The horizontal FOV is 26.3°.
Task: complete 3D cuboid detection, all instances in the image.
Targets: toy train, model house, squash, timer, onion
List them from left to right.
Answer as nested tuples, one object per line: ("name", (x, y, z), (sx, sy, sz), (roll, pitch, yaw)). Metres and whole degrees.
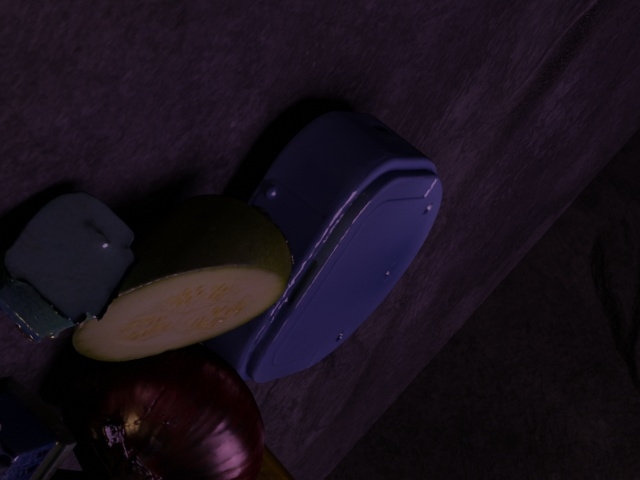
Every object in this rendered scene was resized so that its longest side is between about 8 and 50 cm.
("toy train", (-0.427, 0.298, 1.545), (0.299, 0.131, 0.202), (-52, 167, 15))
("model house", (-0.285, 0.040, 1.420), (0.149, 0.119, 0.148), (-34, -158, 44))
("onion", (-0.190, 0.212, 1.739), (0.285, 0.273, 0.273), (-68, -179, -49))
("squash", (-0.151, 0.076, 1.555), (0.189, 0.189, 0.260), (-62, -179, 33))
("timer", (0.000, 0.000, 1.874), (0.395, 0.173, 0.395), (-44, 160, -21))

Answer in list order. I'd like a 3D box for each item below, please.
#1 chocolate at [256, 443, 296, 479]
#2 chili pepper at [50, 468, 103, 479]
("chocolate", (-0.100, 0.367, 1.940), (0.162, 0.445, 0.162), (-39, 160, -17))
("chili pepper", (-0.320, 0.310, 1.655), (0.099, 0.253, 0.083), (1, 94, -50))
